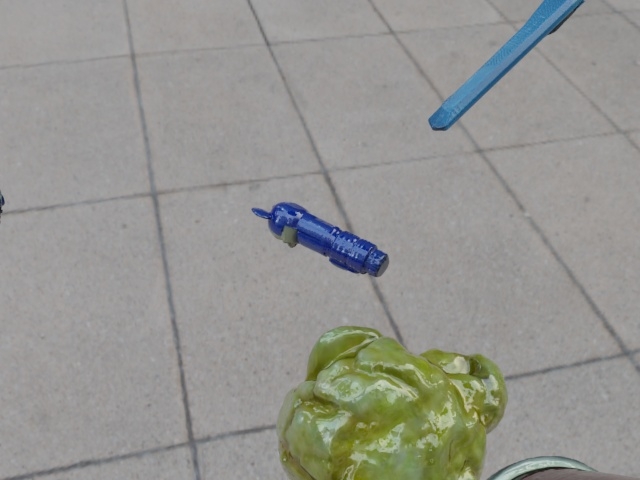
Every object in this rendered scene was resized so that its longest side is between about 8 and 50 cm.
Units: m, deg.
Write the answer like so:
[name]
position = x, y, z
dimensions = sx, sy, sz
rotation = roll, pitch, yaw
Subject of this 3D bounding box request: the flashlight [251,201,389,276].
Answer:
[flashlight]
position = 0.000, 0.000, 0.612
dimensions = 0.121, 0.035, 0.057
rotation = 27, 17, 22

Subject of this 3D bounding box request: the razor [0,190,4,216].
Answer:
[razor]
position = -0.419, -0.069, 0.911
dimensions = 0.028, 0.044, 0.154
rotation = -8, 42, -43

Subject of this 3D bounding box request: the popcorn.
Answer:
[popcorn]
position = 0.111, 0.292, 1.084
dimensions = 0.334, 0.292, 0.293
rotation = 19, 30, -39

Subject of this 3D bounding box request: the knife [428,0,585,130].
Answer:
[knife]
position = 0.231, -0.229, 0.863
dimensions = 0.296, 0.026, 0.044
rotation = -44, 47, -8

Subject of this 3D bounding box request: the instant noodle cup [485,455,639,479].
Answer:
[instant noodle cup]
position = 0.224, 0.266, 0.510
dimensions = 0.235, 0.178, 0.235
rotation = 8, 69, -22
